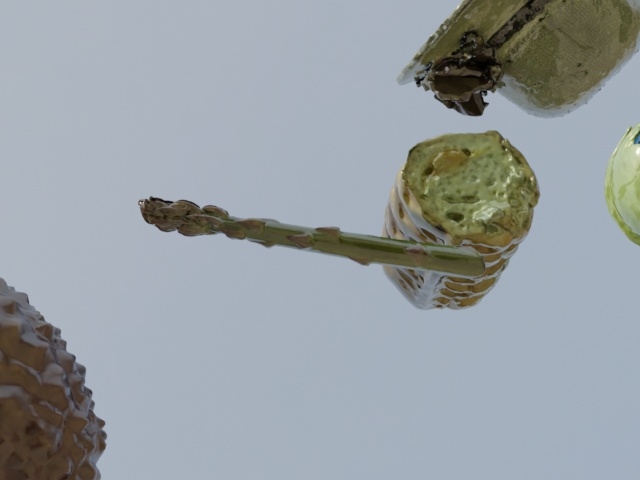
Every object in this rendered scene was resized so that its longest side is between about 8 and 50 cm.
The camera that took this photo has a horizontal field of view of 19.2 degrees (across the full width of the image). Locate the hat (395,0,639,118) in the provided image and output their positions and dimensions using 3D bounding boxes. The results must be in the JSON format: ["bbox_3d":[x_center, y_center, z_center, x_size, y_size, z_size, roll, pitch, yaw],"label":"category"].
[{"bbox_3d":[0.193,-0.178,1.554,0.130,0.257,0.257,45,-95,2],"label":"hat"}]

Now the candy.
[{"bbox_3d":[0.258,-0.054,1.239,0.335,0.092,0.093,-21,-59,-67],"label":"candy"}]

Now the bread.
[{"bbox_3d":[0.098,-0.008,1.413,0.098,0.269,0.087,-3,-104,-3],"label":"bread"}]

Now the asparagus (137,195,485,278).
[{"bbox_3d":[0.000,0.000,1.141,0.248,0.024,0.025,9,-31,-35],"label":"asparagus"}]

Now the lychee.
[{"bbox_3d":[-0.196,0.093,0.842,0.200,0.238,0.200,5,-101,-24],"label":"lychee"}]
